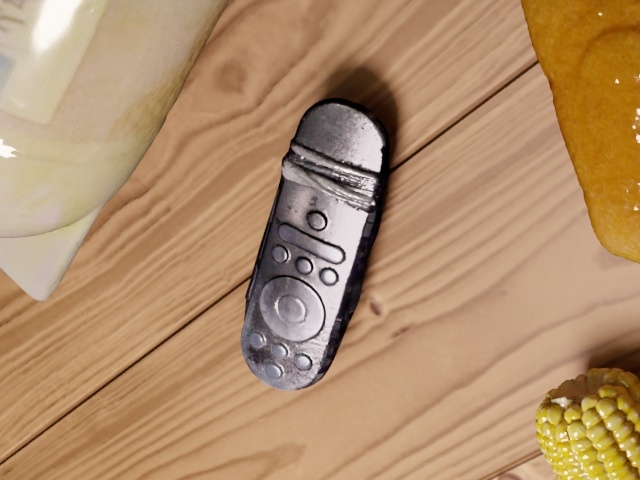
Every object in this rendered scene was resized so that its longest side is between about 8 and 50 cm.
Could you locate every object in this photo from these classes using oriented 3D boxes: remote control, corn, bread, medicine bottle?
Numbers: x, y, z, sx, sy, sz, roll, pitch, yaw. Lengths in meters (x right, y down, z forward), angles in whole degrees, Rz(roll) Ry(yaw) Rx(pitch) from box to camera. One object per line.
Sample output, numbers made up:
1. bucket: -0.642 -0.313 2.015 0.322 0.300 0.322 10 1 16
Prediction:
1. remote control: 0.000 0.000 1.217 0.090 0.066 0.266 22 122 8
2. corn: 0.242 0.207 1.128 0.093 0.093 0.244 -20 103 41
3. bread: 0.224 -0.105 0.952 0.174 0.121 0.246 -6 113 36
4. medicine bottle: -0.222 -0.146 1.168 0.235 0.235 0.406 42 130 9
